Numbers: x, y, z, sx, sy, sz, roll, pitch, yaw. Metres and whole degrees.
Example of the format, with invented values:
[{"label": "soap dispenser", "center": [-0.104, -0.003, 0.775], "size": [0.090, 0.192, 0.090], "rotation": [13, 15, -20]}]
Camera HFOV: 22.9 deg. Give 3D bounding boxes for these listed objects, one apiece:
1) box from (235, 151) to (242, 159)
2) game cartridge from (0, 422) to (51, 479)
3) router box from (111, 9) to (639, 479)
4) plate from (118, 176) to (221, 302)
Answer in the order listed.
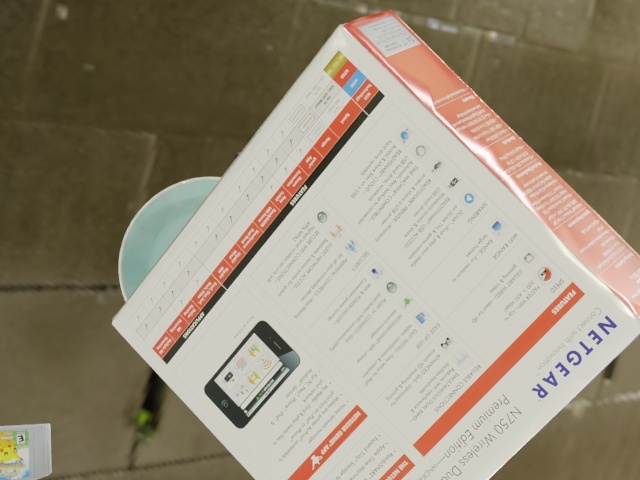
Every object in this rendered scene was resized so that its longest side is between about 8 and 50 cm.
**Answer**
[{"label": "box", "center": [0.000, 0.000, 1.783], "size": [0.175, 0.051, 0.220], "rotation": [-6, 90, -32]}, {"label": "game cartridge", "center": [-0.294, 0.201, 1.477], "size": [0.083, 0.017, 0.056], "rotation": [-2, 89, -19]}, {"label": "router box", "center": [0.041, 0.053, 1.187], "size": [0.335, 0.301, 0.082], "rotation": [-49, 169, 30]}, {"label": "plate", "center": [-0.115, 0.028, 1.638], "size": [0.024, 0.188, 0.188], "rotation": [169, -59, -86]}]
